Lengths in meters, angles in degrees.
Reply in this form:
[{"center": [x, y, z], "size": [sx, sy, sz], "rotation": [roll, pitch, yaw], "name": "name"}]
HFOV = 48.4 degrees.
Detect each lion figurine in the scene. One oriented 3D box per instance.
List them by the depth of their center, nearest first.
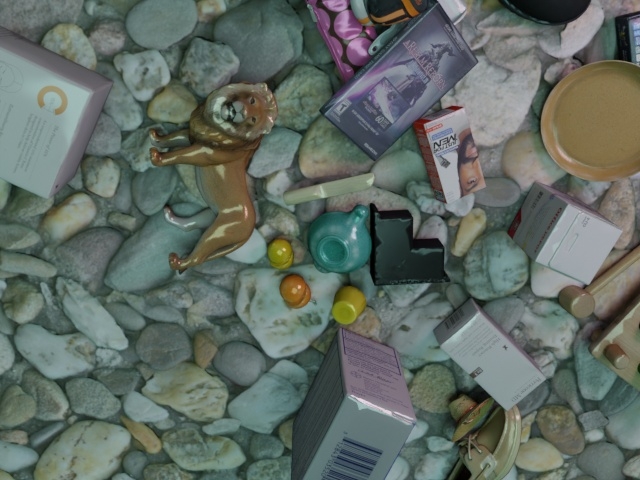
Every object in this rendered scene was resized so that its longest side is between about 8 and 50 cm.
[{"center": [-0.192, -0.111, 1.369], "size": [0.240, 0.142, 0.392], "rotation": [-8, 124, -8], "name": "lion figurine"}]

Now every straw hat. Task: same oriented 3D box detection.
[{"center": [0.319, 0.376, 1.585], "size": [0.061, 0.144, 0.144], "rotation": [43, 106, 27], "name": "straw hat"}]

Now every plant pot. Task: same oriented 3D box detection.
[{"center": [0.546, -0.229, 1.367], "size": [0.236, 0.032, 0.236], "rotation": [8, 115, 17], "name": "plant pot"}]

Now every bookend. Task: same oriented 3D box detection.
[{"center": [0.180, 0.005, 1.444], "size": [0.156, 0.072, 0.157], "rotation": [-3, 109, -3], "name": "bookend"}]

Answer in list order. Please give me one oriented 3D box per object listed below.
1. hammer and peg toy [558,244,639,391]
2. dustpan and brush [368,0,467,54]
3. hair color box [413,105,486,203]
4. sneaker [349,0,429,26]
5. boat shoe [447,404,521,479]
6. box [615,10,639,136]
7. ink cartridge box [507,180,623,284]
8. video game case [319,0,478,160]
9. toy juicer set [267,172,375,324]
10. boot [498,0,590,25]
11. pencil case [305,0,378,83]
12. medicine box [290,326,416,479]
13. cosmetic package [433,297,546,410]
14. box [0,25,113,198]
[{"center": [0.706, 0.178, 1.503], "size": [0.361, 0.127, 0.266], "rotation": [37, 104, -14], "name": "hammer and peg toy"}, {"center": [0.160, -0.408, 1.285], "size": [0.211, 0.060, 0.147], "rotation": [-43, 106, 1], "name": "dustpan and brush"}, {"center": [0.253, -0.167, 1.388], "size": [0.093, 0.053, 0.167], "rotation": [-25, 111, -11], "name": "hair color box"}, {"center": [0.132, -0.530, 1.184], "size": [0.180, 0.124, 0.321], "rotation": [-4, 103, 29], "name": "sneaker"}, {"center": [0.361, 0.491, 1.609], "size": [0.098, 0.109, 0.302], "rotation": [15, 113, -9], "name": "boat shoe"}, {"center": [0.673, -0.333, 1.358], "size": [0.183, 0.059, 0.233], "rotation": [-13, 110, 1], "name": "box"}, {"center": [0.473, -0.017, 1.396], "size": [0.127, 0.176, 0.128], "rotation": [23, 107, -10], "name": "ink cartridge box"}, {"center": [0.148, -0.285, 1.309], "size": [0.274, 0.026, 0.196], "rotation": [-43, 143, 12], "name": "video game case"}, {"center": [0.000, 0.000, 1.437], "size": [0.209, 0.089, 0.329], "rotation": [10, 113, 13], "name": "toy juicer set"}, {"center": [0.345, -0.454, 1.094], "size": [0.367, 0.445, 0.146], "rotation": [34, 104, -13], "name": "boot"}, {"center": [0.048, -0.372, 1.297], "size": [0.098, 0.095, 0.209], "rotation": [-38, 109, -26], "name": "pencil case"}, {"center": [0.056, 0.369, 1.450], "size": [0.149, 0.289, 0.263], "rotation": [22, 107, -8], "name": "medicine box"}, {"center": [0.363, 0.246, 1.533], "size": [0.231, 0.085, 0.117], "rotation": [42, 103, -14], "name": "cosmetic package"}, {"center": [-0.583, -0.256, 1.262], "size": [0.345, 0.168, 0.215], "rotation": [26, 106, -11], "name": "box"}]
